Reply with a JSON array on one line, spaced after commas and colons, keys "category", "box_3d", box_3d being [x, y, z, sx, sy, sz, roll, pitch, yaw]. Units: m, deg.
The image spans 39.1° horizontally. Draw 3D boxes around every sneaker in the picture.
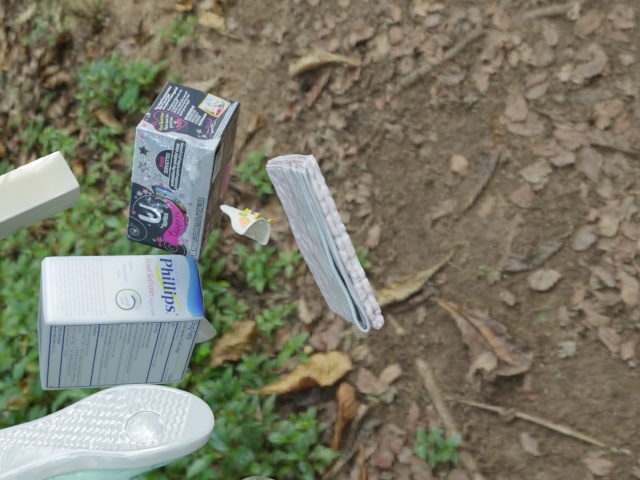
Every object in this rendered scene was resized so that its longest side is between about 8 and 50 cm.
[{"category": "sneaker", "box_3d": [-0.230, 0.242, 0.946, 0.094, 0.256, 0.151, -109, 9, -47]}]

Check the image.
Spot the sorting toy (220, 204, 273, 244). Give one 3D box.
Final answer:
[{"category": "sorting toy", "box_3d": [-0.125, -0.034, 1.471, 0.075, 0.083, 0.045, 30, 90, 26]}]

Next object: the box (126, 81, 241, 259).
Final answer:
[{"category": "box", "box_3d": [-0.242, -0.119, 1.568, 0.163, 0.142, 0.247, -72, -3, -50]}]

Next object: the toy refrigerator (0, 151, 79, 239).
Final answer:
[{"category": "toy refrigerator", "box_3d": [-0.606, -0.068, 1.728, 0.094, 0.269, 0.102, 59, 158, 8]}]

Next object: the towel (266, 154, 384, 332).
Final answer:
[{"category": "towel", "box_3d": [0.000, 0.000, 1.664, 0.317, 0.053, 0.332, -159, 45, -78]}]

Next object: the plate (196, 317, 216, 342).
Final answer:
[{"category": "plate", "box_3d": [-0.413, 0.194, 2.090, 0.278, 0.277, 0.045, -8, 59, 11]}]

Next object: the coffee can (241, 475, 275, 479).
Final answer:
[{"category": "coffee can", "box_3d": [-0.141, 0.481, 1.231, 0.275, 0.201, 0.201, -41, 48, 20]}]

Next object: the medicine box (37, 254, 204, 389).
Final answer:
[{"category": "medicine box", "box_3d": [-0.393, 0.161, 1.749, 0.263, 0.289, 0.149, 115, 148, -50]}]
